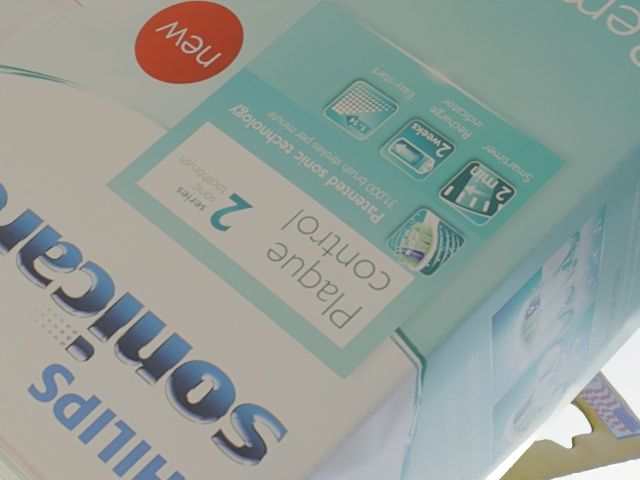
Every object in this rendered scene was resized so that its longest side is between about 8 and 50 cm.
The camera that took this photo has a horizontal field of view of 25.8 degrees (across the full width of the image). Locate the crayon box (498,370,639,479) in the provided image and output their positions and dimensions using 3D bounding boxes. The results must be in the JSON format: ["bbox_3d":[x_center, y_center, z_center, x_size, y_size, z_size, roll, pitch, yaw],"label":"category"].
[{"bbox_3d":[0.000,0.000,0.656,0.083,0.203,0.323,-46,-115,22],"label":"crayon box"}]

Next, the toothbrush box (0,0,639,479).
[{"bbox_3d":[-0.002,-0.036,0.447,0.216,0.295,0.126,38,-21,27],"label":"toothbrush box"}]
